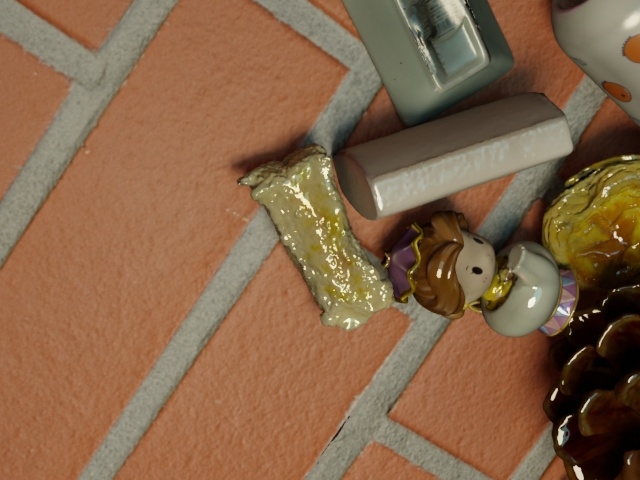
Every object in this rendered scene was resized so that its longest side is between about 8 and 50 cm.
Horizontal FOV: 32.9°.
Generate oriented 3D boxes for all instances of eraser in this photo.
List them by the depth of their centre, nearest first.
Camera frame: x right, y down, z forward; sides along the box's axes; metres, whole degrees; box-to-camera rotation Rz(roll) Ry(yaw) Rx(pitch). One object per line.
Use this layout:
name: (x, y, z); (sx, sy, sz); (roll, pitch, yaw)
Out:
eraser: (0.167, -0.112, 1.402); (0.270, 0.174, 0.095); (-18, 106, -11)

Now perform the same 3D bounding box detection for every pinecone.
pinecone: (0.487, 0.223, 1.428); (0.398, 0.398, 0.397); (-4, 105, -15)

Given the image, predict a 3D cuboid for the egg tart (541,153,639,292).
egg tart: (0.425, -0.030, 1.514); (0.241, 0.106, 0.241); (1, 129, 1)

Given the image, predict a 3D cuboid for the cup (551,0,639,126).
cup: (0.467, -0.255, 1.429); (0.317, 0.212, 0.212); (37, 92, -20)

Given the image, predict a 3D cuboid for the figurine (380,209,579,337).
figurine: (0.211, 0.049, 1.468); (0.263, 0.189, 0.142); (17, 55, -17)

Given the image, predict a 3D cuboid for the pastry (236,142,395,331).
pastry: (0.005, -0.004, 1.428); (0.121, 0.089, 0.258); (-26, 111, 12)

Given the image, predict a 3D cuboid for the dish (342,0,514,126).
dish: (0.147, -0.285, 1.404); (0.182, 0.080, 0.243); (-31, 109, -6)
